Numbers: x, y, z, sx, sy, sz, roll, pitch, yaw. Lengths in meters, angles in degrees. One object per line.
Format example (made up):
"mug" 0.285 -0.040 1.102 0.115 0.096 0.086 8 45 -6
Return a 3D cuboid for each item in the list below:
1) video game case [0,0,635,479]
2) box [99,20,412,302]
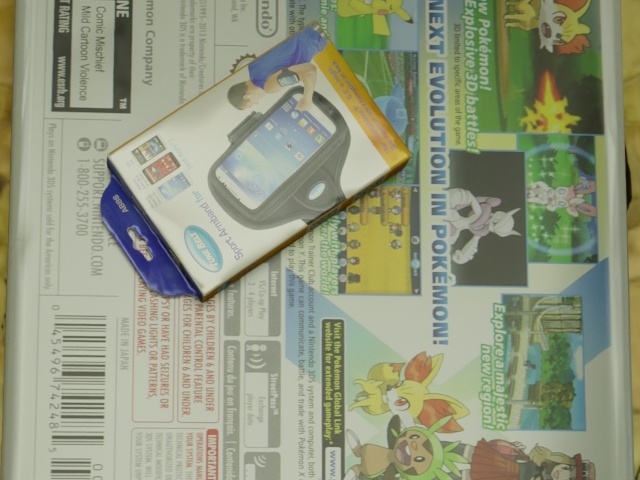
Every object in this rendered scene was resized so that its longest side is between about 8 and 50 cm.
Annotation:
"video game case" 0.000 0.000 0.936 0.300 0.036 0.329 1 79 -6
"box" -0.035 -0.033 0.905 0.136 0.028 0.081 -34 85 -13
